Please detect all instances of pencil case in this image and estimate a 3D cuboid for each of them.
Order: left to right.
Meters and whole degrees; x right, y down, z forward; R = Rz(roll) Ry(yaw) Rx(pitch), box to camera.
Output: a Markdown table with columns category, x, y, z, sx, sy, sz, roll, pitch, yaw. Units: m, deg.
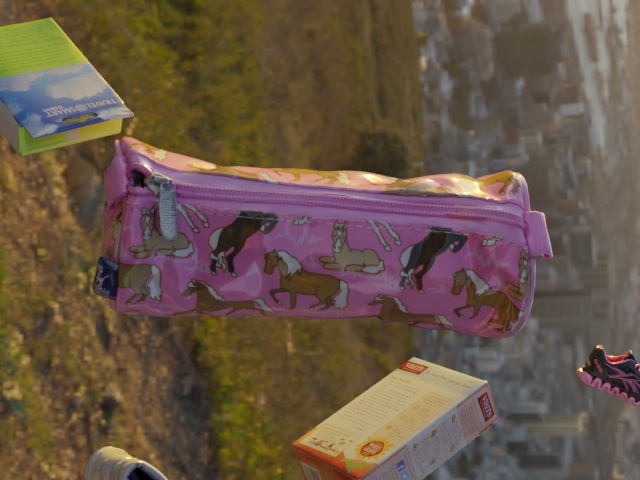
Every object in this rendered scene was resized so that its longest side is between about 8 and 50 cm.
| category | x | y | z | sx | sy | sz | roll | pitch | yaw |
| --- | --- | --- | --- | --- | --- | --- | --- | --- | --- |
| pencil case | 0.000 | 0.000 | 0.994 | 0.167 | 0.386 | 0.160 | -103 | -161 | -72 |

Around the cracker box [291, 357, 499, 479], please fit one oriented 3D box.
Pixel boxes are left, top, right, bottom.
| category | x | y | z | sx | sy | sz | roll | pitch | yaw |
| --- | --- | --- | --- | --- | --- | --- | --- | --- | --- |
| cracker box | 0.100 | 0.255 | 1.490 | 0.232 | 0.156 | 0.067 | -32 | 114 | -26 |

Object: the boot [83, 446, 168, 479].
| category | x | y | z | sx | sy | sz | roll | pitch | yaw |
| --- | --- | --- | --- | --- | --- | --- | --- | --- | --- |
| boot | -0.223 | 0.397 | 1.510 | 0.095 | 0.123 | 0.258 | -40 | 111 | -28 |

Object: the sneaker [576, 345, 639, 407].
| category | x | y | z | sx | sy | sz | roll | pitch | yaw |
| --- | --- | --- | --- | --- | --- | --- | --- | --- | --- |
| sneaker | 0.370 | 0.162 | 1.332 | 0.047 | 0.119 | 0.057 | -57 | 170 | -81 |

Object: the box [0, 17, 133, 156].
| category | x | y | z | sx | sy | sz | roll | pitch | yaw |
| --- | --- | --- | --- | --- | --- | --- | --- | --- | --- |
| box | -0.270 | -0.146 | 1.080 | 0.109 | 0.178 | 0.042 | -19 | 141 | -33 |
